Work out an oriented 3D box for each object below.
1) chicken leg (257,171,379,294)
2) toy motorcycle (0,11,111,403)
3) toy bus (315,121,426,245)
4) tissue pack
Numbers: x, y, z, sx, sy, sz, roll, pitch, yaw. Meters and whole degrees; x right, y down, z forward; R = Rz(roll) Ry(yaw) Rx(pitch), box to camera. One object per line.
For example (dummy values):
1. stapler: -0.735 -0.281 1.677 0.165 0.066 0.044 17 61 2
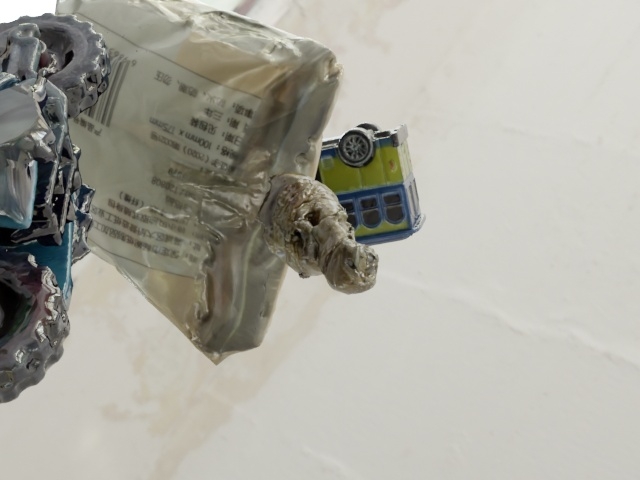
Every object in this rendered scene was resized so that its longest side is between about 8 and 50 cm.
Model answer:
1. chicken leg: 0.003 0.001 0.975 0.198 0.069 0.085 41 -64 61
2. toy motorcycle: -0.291 -0.043 0.881 0.232 0.172 0.416 -3 -132 2
3. toy bus: -0.003 -0.069 1.689 0.288 0.175 0.138 -10 -170 12
4. tissue pack: -0.174 -0.103 1.329 0.376 0.195 0.390 32 -65 27
